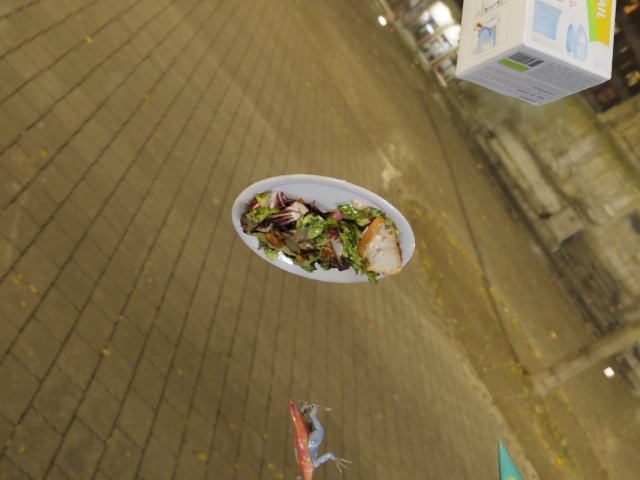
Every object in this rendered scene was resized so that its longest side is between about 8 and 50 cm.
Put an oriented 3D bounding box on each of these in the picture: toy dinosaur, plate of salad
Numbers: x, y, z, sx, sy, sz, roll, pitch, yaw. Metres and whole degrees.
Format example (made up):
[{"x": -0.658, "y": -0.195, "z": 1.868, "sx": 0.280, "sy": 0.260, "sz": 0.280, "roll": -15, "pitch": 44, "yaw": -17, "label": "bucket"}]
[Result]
[{"x": -0.017, "y": 0.183, "z": 0.721, "sx": 0.090, "sy": 0.047, "sz": 0.082, "roll": 24, "pitch": 75, "yaw": -42, "label": "toy dinosaur"}, {"x": 0.000, "y": 0.000, "z": 0.879, "sx": 0.200, "sy": 0.199, "sz": 0.048, "roll": 44, "pitch": 47, "yaw": -40, "label": "plate of salad"}]

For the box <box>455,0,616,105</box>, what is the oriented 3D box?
[{"x": 0.217, "y": -0.255, "z": 0.816, "sx": 0.114, "sy": 0.103, "sz": 0.203, "roll": 13, "pitch": 78, "yaw": -26, "label": "box"}]

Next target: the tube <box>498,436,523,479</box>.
[{"x": 0.201, "y": 0.290, "z": 0.784, "sx": 0.207, "sy": 0.052, "sz": 0.080, "roll": -99, "pitch": -176, "yaw": -59, "label": "tube"}]
